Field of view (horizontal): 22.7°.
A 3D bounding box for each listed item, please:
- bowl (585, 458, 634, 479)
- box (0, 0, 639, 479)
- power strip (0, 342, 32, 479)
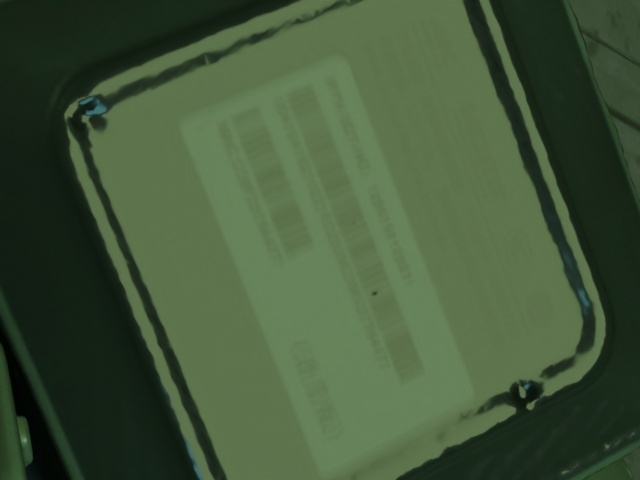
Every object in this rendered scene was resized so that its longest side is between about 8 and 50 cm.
[{"bbox_3d":[0.138,0.262,1.113,0.354,0.185,0.353,-10,102,-56],"label":"bowl"},{"bbox_3d":[0.000,-0.001,0.929,0.396,0.111,0.396,-26,100,-20],"label":"box"},{"bbox_3d":[-0.171,0.155,0.811,0.059,0.193,0.265,-9,132,-13],"label":"power strip"}]
